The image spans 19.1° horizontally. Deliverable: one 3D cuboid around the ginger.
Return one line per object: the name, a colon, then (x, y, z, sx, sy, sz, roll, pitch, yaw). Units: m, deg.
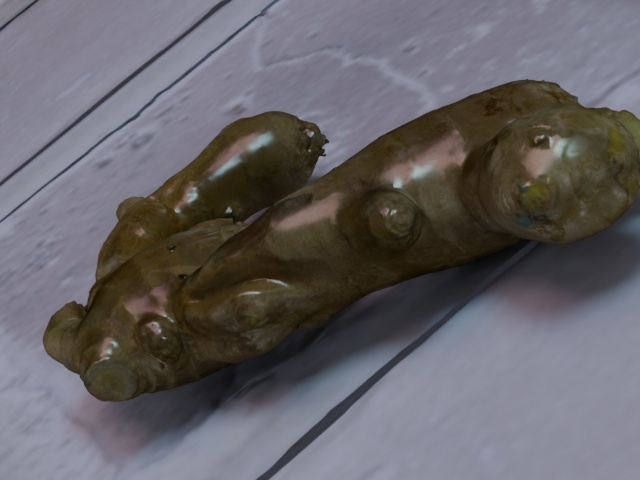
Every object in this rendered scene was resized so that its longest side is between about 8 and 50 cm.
ginger: (0.000, 0.000, 0.582, 0.176, 0.052, 0.193, -37, 20, -5)
